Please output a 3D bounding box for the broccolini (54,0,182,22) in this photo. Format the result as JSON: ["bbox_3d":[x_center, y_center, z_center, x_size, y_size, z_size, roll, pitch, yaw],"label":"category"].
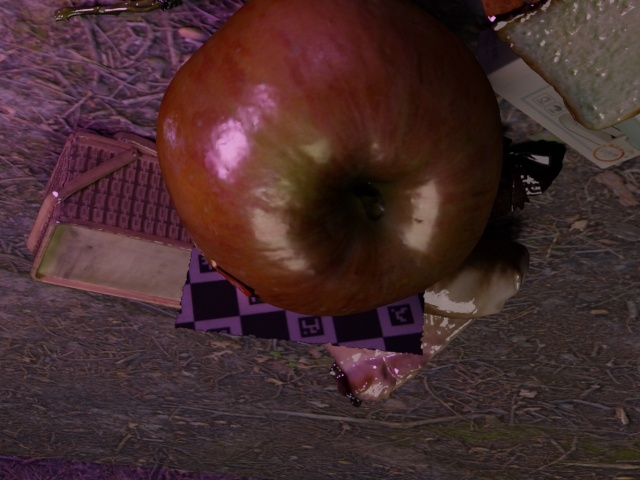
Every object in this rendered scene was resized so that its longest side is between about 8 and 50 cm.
[{"bbox_3d":[-0.241,-0.286,1.267,0.194,0.054,0.052,-9,167,29],"label":"broccolini"}]

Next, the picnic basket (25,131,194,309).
[{"bbox_3d":[-0.281,-0.031,1.608,0.313,0.175,0.228,13,150,-20],"label":"picnic basket"}]

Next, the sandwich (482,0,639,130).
[{"bbox_3d":[0.338,-0.251,1.069,0.273,0.095,0.249,-32,134,22],"label":"sandwich"}]

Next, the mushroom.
[{"bbox_3d":[0.129,0.059,1.703,0.314,0.224,0.397,43,123,-16],"label":"mushroom"}]

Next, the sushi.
[{"bbox_3d":[-0.013,-0.009,1.452,0.340,0.320,0.068,6,143,3],"label":"sushi"}]

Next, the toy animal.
[{"bbox_3d":[0.245,-0.088,1.507,0.219,0.116,0.179,-23,179,-2],"label":"toy animal"}]

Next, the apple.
[{"bbox_3d":[0.006,-0.113,1.210,0.401,0.333,0.400,-12,125,-17],"label":"apple"}]

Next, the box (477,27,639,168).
[{"bbox_3d":[0.325,-0.194,1.282,0.269,0.079,0.135,28,144,-35],"label":"box"}]
